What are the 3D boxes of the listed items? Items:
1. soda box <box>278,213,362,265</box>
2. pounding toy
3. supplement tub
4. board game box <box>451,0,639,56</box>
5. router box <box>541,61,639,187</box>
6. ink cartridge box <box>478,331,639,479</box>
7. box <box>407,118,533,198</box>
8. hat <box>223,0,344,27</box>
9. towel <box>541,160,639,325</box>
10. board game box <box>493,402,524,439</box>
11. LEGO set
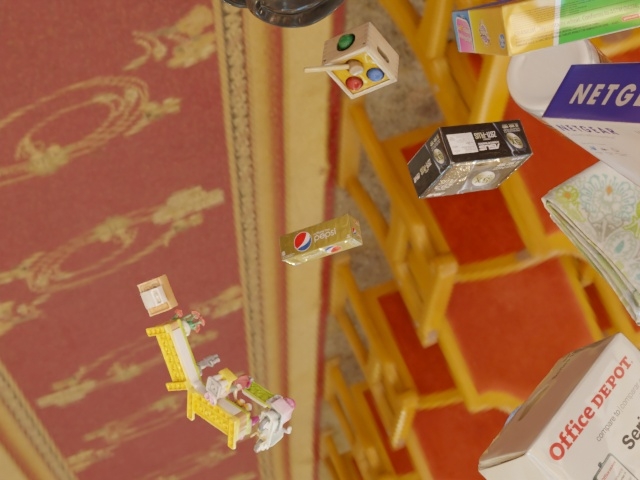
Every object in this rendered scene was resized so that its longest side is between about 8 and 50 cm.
[{"bbox_3d":[0.000,0.000,2.272,0.181,0.061,0.058,-18,157,23],"label":"soda box"},{"bbox_3d":[0.062,-0.350,2.001,0.130,0.100,0.141,-18,138,31],"label":"pounding toy"},{"bbox_3d":[0.551,-0.321,2.182,0.193,0.194,0.316,-38,148,24],"label":"supplement tub"},{"bbox_3d":[0.330,-0.313,1.393,0.242,0.064,0.316,-13,-168,-2],"label":"board game box"},{"bbox_3d":[0.466,-0.094,1.170,0.301,0.335,0.082,30,89,-19],"label":"router box"},{"bbox_3d":[0.257,0.202,0.832,0.153,0.208,0.087,-44,178,-28],"label":"ink cartridge box"},{"bbox_3d":[0.277,-0.152,1.890,0.180,0.078,0.147,-8,160,-24],"label":"box"},{"bbox_3d":[-0.033,-0.441,1.682,0.331,0.134,0.331,-10,155,-5],"label":"hat"},{"bbox_3d":[0.625,-0.050,1.774,0.374,0.320,0.090,-28,146,-6],"label":"towel"},{"bbox_3d":[0.340,0.346,1.659,0.133,0.169,0.033,-35,-164,-34],"label":"board game box"},{"bbox_3d":[-0.138,0.166,1.384,0.107,0.287,0.132,-24,153,-43],"label":"LEGO set"}]
